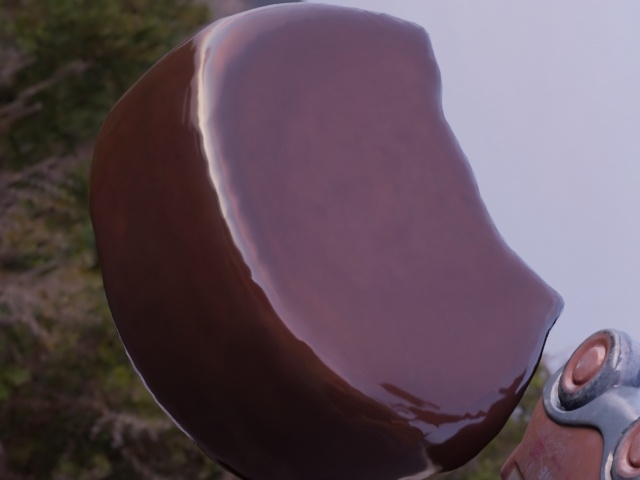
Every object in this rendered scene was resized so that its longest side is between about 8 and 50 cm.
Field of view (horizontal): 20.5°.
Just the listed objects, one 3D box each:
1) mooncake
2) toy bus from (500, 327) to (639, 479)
[{"bbox_3d":[0.000,0.000,1.189,0.326,0.174,0.334,41,45,-9],"label":"mooncake"},{"bbox_3d":[0.225,0.223,1.252,0.197,0.232,0.294,35,10,-19],"label":"toy bus"}]
